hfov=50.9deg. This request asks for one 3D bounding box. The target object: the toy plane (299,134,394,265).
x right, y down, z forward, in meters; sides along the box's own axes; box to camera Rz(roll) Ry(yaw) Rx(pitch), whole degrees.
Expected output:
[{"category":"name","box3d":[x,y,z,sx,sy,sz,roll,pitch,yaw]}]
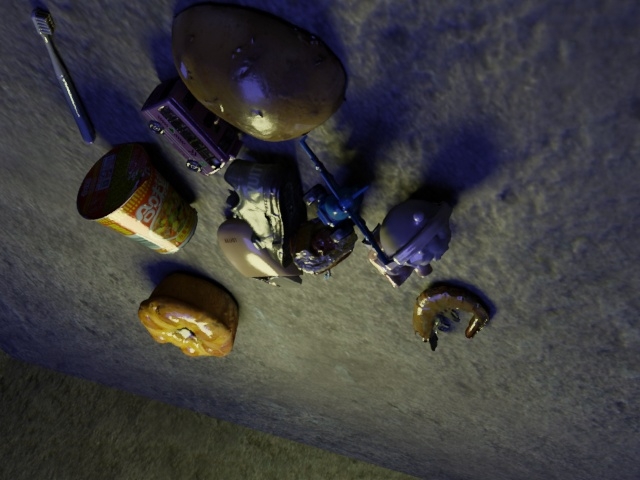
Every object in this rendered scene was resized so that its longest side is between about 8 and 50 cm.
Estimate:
[{"category":"toy plane","box3d":[0.037,-0.063,1.158,0.254,0.105,0.271,55,178,-2]}]

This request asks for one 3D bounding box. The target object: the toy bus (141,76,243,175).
[{"category":"toy bus","box3d":[-0.227,-0.203,1.211,0.099,0.086,0.178,-12,134,36]}]

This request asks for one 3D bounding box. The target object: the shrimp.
[{"category":"shrimp","box3d":[0.293,0.178,1.518,0.173,0.058,0.253,3,144,15]}]

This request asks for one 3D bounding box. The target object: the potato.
[{"category":"potato","box3d":[-0.116,-0.238,1.062,0.299,0.115,0.239,21,155,5]}]

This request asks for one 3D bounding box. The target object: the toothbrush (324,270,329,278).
[{"category":"toothbrush","box3d":[0.010,0.053,1.543,0.013,0.011,0.131,-4,146,4]}]

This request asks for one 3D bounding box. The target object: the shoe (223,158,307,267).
[{"category":"shoe","box3d":[-0.119,-0.062,1.356,0.149,0.109,0.292,19,148,14]}]

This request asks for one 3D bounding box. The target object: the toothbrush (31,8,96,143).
[{"category":"toothbrush","box3d":[-0.485,-0.301,1.290,0.030,0.025,0.342,16,149,7]}]

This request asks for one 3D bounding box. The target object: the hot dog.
[{"category":"hot dog","box3d":[0.000,0.000,1.332,0.103,0.146,0.213,56,172,-6]}]

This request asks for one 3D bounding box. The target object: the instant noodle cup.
[{"category":"instant noodle cup","box3d":[-0.377,-0.075,1.451,0.193,0.193,0.212,0,152,34]}]

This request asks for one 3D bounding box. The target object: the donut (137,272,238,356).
[{"category":"donut","box3d":[-0.370,0.225,1.941,0.299,0.150,0.317,38,146,-25]}]

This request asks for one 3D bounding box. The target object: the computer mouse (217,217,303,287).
[{"category":"computer mouse","box3d":[-0.140,0.038,1.550,0.145,0.081,0.236,-3,141,36]}]

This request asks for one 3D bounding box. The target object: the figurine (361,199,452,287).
[{"category":"figurine","box3d":[0.166,0.004,1.210,0.141,0.162,0.237,43,160,2]}]
